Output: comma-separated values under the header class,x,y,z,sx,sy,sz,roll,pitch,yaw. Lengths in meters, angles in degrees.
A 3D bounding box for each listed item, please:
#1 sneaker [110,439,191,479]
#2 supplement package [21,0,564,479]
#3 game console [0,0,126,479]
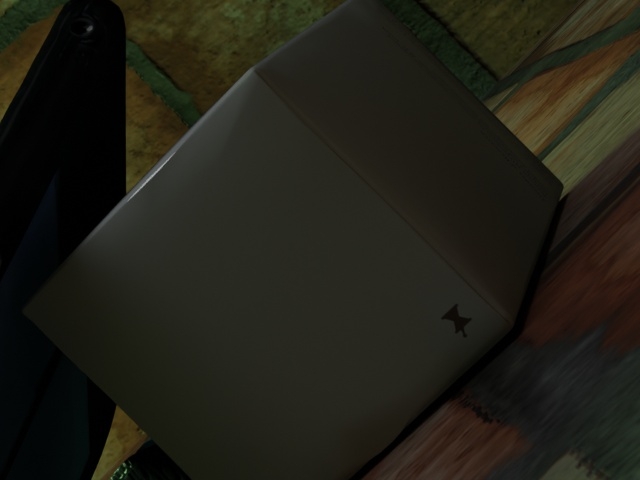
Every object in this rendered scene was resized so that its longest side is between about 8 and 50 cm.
class,x,y,z,sx,sy,sz,roll,pitch,yaw
sneaker,-0.094,0.159,1.241,0.209,0.069,0.082,-43,-1,45
supplement package,0.000,0.000,1.035,0.177,0.175,0.293,-44,3,18
game console,-0.173,0.113,0.996,0.342,0.060,0.386,103,-175,-47
